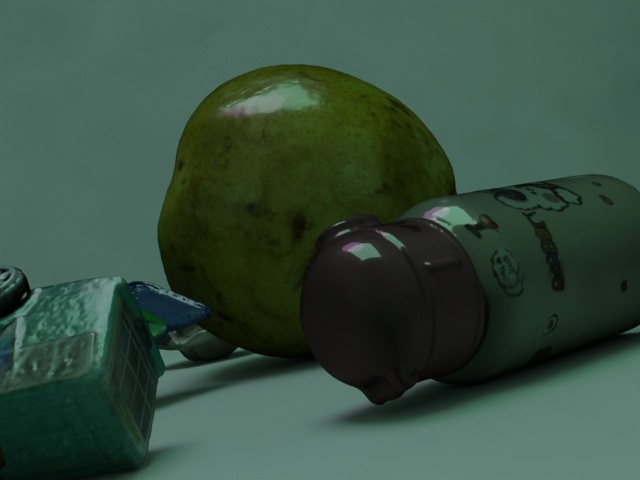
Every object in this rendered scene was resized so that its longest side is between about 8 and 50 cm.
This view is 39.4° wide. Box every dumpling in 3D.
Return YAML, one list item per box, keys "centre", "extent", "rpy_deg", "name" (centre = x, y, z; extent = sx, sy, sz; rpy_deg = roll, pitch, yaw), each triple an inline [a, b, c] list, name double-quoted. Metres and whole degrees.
- centre: [-0.155, 0.107, 1.137]
  extent: [0.127, 0.108, 0.188]
  rpy_deg: [-40, 28, -30]
  name: "dumpling"

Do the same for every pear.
- centre: [-0.010, -0.029, 0.898]
  extent: [0.303, 0.304, 0.304]
  rpy_deg: [-12, -2, 0]
  name: "pear"

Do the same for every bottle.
- centre: [0.094, 0.024, 0.520]
  extent: [0.233, 0.110, 0.110]
  rpy_deg: [-10, -3, -36]
  name: "bottle"

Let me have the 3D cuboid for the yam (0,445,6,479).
- centre: [-0.235, 0.109, 0.296]
  extent: [0.252, 0.061, 0.061]
  rpy_deg: [-9, -3, -44]
  name: "yam"

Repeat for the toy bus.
- centre: [-0.219, 0.087, 0.474]
  extent: [0.261, 0.091, 0.109]
  rpy_deg: [-13, 37, 4]
  name: "toy bus"

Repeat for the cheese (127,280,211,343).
- centre: [-0.219, 0.085, 0.670]
  extent: [0.203, 0.083, 0.320]
  rpy_deg: [18, 21, 32]
  name: "cheese"
